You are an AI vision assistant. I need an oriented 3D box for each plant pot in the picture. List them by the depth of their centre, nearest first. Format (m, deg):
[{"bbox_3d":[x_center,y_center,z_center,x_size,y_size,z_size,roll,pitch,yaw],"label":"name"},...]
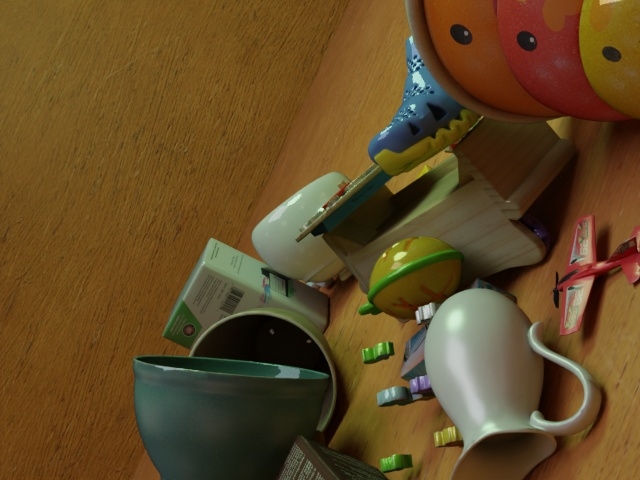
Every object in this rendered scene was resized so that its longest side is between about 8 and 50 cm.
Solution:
[{"bbox_3d":[-0.141,0.283,1.464,0.293,0.293,0.196,170,106,-75],"label":"plant pot"},{"bbox_3d":[-0.081,0.224,1.755,0.256,0.257,0.274,-62,-4,11],"label":"plant pot"}]

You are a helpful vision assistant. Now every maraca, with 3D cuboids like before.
[{"bbox_3d":[0.115,0.056,1.259,0.185,0.127,0.099,123,131,-62],"label":"maraca"}]

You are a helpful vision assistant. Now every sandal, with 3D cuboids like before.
[{"bbox_3d":[0.148,-0.199,1.217,0.317,0.138,0.126,-47,10,-36],"label":"sandal"}]

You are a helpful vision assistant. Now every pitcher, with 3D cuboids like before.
[{"bbox_3d":[0.197,0.140,1.028,0.178,0.125,0.207,-35,37,25],"label":"pitcher"}]

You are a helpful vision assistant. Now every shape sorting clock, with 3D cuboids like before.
[{"bbox_3d":[0.041,-0.068,1.414,0.206,0.040,0.206,-40,4,3],"label":"shape sorting clock"}]

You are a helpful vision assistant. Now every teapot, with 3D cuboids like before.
[{"bbox_3d":[0.000,0.000,1.942,0.252,0.187,0.256,-38,-4,24],"label":"teapot"}]

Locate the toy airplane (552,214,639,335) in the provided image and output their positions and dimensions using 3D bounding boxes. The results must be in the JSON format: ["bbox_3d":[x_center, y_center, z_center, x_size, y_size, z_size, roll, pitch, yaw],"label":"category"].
[{"bbox_3d":[0.290,0.027,1.028,0.151,0.028,0.151,-59,15,27],"label":"toy airplane"}]

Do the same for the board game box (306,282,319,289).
[{"bbox_3d":[-0.004,0.068,2.165,0.090,0.020,0.090,-59,13,24],"label":"board game box"}]

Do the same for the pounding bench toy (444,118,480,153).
[{"bbox_3d":[0.242,-0.171,1.566,0.065,0.083,0.052,81,-158,-50],"label":"pounding bench toy"}]

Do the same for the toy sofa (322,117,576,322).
[{"bbox_3d":[0.179,-0.035,1.333,0.150,0.177,0.362,-44,5,-34],"label":"toy sofa"}]

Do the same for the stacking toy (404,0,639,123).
[{"bbox_3d":[0.322,-0.228,0.924,0.350,0.351,0.480,-62,29,11],"label":"stacking toy"}]

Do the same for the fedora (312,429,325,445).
[{"bbox_3d":[-0.031,0.390,1.519,0.194,0.079,0.194,-51,13,17],"label":"fedora"}]

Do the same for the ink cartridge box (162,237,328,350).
[{"bbox_3d":[-0.148,0.154,2.000,0.201,0.278,0.117,-59,11,25],"label":"ink cartridge box"}]

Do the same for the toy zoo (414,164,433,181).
[{"bbox_3d":[0.155,-0.011,1.645,0.192,0.030,0.293,-60,14,19],"label":"toy zoo"}]

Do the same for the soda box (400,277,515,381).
[{"bbox_3d":[0.172,0.124,1.252,0.183,0.058,0.063,-50,20,48],"label":"soda box"}]

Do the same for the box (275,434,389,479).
[{"bbox_3d":[0.028,0.380,1.171,0.191,0.143,0.381,-65,11,-3],"label":"box"}]

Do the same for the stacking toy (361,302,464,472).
[{"bbox_3d":[0.113,0.187,1.218,0.221,0.052,0.166,-39,52,55],"label":"stacking toy"}]
